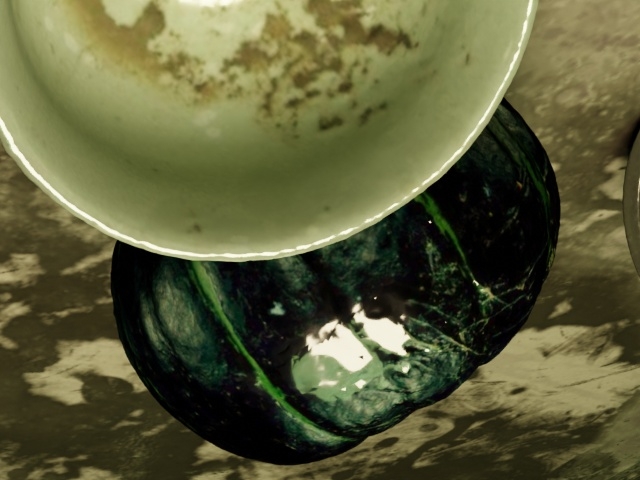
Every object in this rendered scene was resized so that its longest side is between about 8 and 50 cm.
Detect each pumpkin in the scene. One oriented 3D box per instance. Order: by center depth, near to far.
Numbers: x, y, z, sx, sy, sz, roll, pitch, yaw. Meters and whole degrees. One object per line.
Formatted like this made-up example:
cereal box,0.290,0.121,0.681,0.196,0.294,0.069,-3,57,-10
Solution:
pumpkin,0.000,0.000,1.027,0.315,0.238,0.315,-29,-175,3

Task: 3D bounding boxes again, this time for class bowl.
bowl,-0.046,-0.147,0.825,0.289,0.146,0.289,-9,121,-14

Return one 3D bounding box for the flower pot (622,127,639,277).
flower pot,0.364,-0.028,1.198,0.148,0.235,0.235,-13,157,-43
